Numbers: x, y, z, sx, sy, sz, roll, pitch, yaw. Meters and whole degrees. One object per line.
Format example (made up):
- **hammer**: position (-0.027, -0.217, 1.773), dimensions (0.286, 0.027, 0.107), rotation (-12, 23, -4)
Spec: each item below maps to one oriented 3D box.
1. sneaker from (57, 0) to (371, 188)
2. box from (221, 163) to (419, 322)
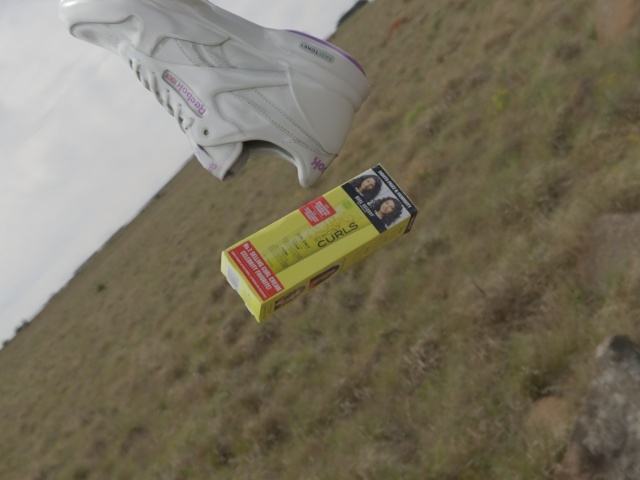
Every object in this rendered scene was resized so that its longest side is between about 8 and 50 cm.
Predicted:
- **sneaker**: position (-0.115, -0.147, 0.786), dimensions (0.114, 0.305, 0.152), rotation (56, -125, -82)
- **box**: position (0.000, 0.000, 1.018), dimensions (0.232, 0.087, 0.058), rotation (-30, -21, -20)
